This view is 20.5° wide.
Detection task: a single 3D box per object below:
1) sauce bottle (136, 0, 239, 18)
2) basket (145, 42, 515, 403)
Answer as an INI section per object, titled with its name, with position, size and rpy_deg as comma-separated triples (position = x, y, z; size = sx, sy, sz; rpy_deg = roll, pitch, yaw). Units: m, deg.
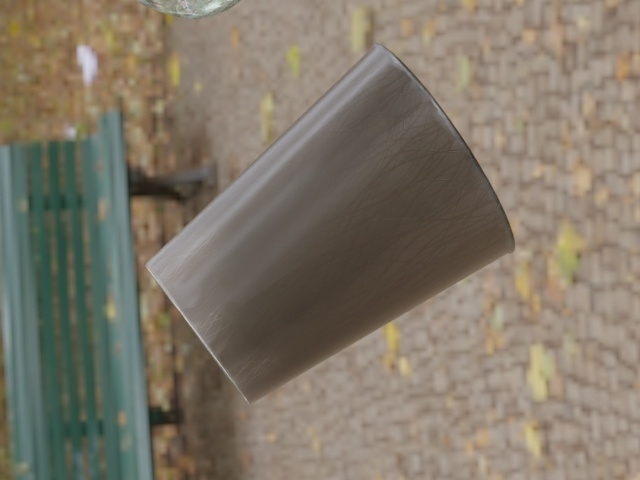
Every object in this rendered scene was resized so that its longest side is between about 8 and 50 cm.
[sauce bottle]
position = -0.053, -0.296, 1.161
size = 0.111, 0.111, 0.344
rpy_deg = 110, 176, -51
[basket]
position = 0.000, 0.000, 1.278
size = 0.154, 0.227, 0.204
rpy_deg = 47, 171, 47
